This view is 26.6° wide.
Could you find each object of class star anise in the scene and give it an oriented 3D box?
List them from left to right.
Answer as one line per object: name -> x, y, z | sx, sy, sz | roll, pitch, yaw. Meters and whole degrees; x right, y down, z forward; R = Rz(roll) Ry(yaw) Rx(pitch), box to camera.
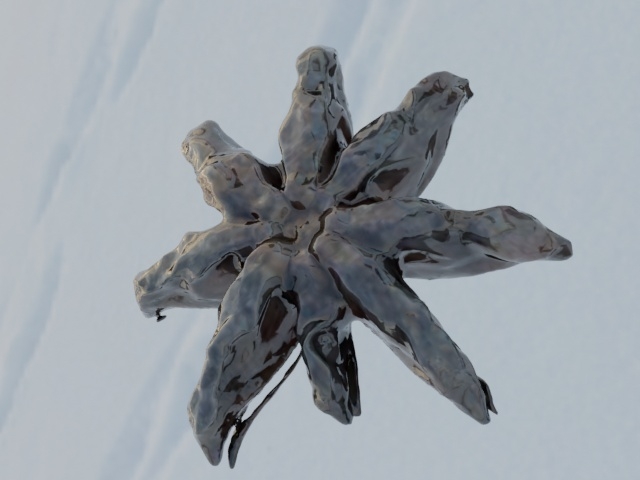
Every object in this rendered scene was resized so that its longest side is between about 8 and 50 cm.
star anise -> -0.001, -0.002, 0.398 | 0.141, 0.042, 0.141 | -10, 64, 20
